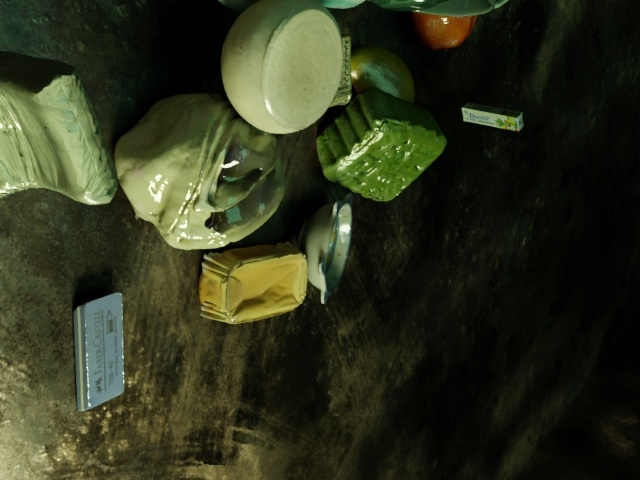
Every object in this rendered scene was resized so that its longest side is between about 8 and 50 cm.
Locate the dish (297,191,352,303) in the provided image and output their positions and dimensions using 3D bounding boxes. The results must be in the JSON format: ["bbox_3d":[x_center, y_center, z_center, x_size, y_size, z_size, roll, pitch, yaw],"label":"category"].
[{"bbox_3d":[0.000,0.000,1.851,0.228,0.086,0.236,83,22,-51],"label":"dish"}]

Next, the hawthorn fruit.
[{"bbox_3d":[0.283,-0.501,1.958,0.157,0.157,0.194,-46,145,-29],"label":"hawthorn fruit"}]

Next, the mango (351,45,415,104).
[{"bbox_3d":[0.131,-0.349,1.884,0.227,0.099,0.136,33,86,-44],"label":"mango"}]

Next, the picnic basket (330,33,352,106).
[{"bbox_3d":[-0.047,-0.309,1.642,0.196,0.134,0.154,-26,122,-43],"label":"picnic basket"}]

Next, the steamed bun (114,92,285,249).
[{"bbox_3d":[-0.182,-0.118,1.500,0.320,0.206,0.275,-19,118,-51],"label":"steamed bun"}]

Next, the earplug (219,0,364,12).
[{"bbox_3d":[-0.062,-0.478,1.496,0.324,0.185,0.185,-27,126,-44],"label":"earplug"}]

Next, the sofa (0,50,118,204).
[{"bbox_3d":[-0.420,-0.134,1.172,0.176,0.225,0.210,-44,139,-36],"label":"sofa"}]

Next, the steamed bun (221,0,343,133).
[{"bbox_3d":[-0.075,-0.297,1.426,0.232,0.145,0.231,-28,128,-45],"label":"steamed bun"}]

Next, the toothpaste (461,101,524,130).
[{"bbox_3d":[0.450,-0.323,2.236,0.034,0.164,0.046,-46,138,-32],"label":"toothpaste"}]

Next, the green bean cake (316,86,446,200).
[{"bbox_3d":[0.126,-0.204,1.859,0.248,0.125,0.222,18,130,-42],"label":"green bean cake"}]

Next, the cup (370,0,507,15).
[{"bbox_3d":[0.245,-0.650,1.726,0.401,0.310,0.392,4,98,-58],"label":"cup"}]

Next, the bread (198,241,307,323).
[{"bbox_3d":[-0.135,0.082,1.726,0.241,0.107,0.136,-11,112,-49],"label":"bread"}]

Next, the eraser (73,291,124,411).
[{"bbox_3d":[-0.391,0.197,1.512,0.082,0.036,0.225,-20,120,-48],"label":"eraser"}]
